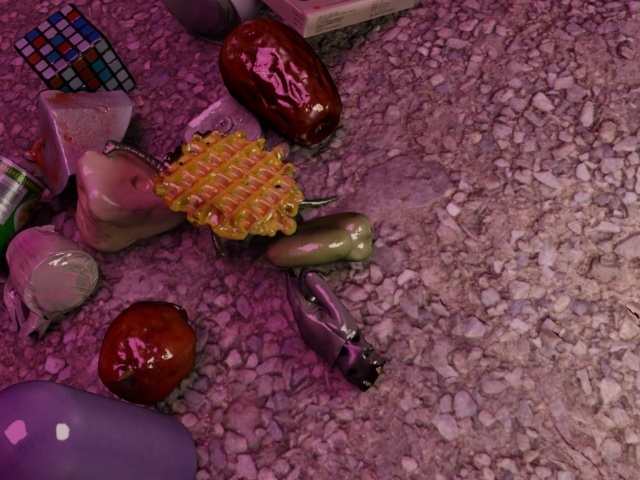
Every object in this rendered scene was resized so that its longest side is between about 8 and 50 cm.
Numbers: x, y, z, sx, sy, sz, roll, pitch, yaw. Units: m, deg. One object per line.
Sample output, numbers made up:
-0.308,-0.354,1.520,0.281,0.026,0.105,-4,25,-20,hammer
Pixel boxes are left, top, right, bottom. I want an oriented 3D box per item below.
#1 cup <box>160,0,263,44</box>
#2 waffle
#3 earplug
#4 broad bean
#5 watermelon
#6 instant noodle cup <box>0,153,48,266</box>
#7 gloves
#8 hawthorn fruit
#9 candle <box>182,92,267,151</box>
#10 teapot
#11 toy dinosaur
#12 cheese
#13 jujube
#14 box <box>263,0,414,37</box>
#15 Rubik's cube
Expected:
-0.224,-0.698,1.689,0.253,0.253,0.372,22,67,21,cup
-0.178,-0.123,1.337,0.307,0.060,0.312,11,42,-18,waffle
-0.381,0.347,1.084,0.215,0.456,0.215,-5,65,12,earplug
0.000,0.000,1.353,0.227,0.169,0.100,-11,103,-25,broad bean
-0.580,-0.226,1.514,0.319,0.214,0.290,-26,37,10,watermelon
-0.728,-0.068,1.459,0.207,0.207,0.233,26,76,22,instant noodle cup
0.018,0.158,1.282,0.119,0.142,0.285,-18,57,-30,gloves
-0.329,0.216,1.265,0.189,0.251,0.190,-1,98,-4,hawthorn fruit
-0.218,-0.261,1.570,0.192,0.068,0.169,3,63,9,candle
-0.593,0.079,1.453,0.163,0.222,0.178,-16,41,-41,teapot
-0.198,-0.124,1.419,0.446,0.087,0.301,-18,77,-24,toy dinosaur
-0.414,-0.083,1.471,0.247,0.251,0.174,-9,64,-32,cheese
-0.090,-0.357,1.505,0.223,0.223,0.318,-37,70,-8,jujube
0.039,-0.605,1.614,0.353,0.069,0.214,-27,59,-29,box
-0.609,-0.439,1.671,0.182,0.187,0.184,-40,62,-9,Rubik's cube
